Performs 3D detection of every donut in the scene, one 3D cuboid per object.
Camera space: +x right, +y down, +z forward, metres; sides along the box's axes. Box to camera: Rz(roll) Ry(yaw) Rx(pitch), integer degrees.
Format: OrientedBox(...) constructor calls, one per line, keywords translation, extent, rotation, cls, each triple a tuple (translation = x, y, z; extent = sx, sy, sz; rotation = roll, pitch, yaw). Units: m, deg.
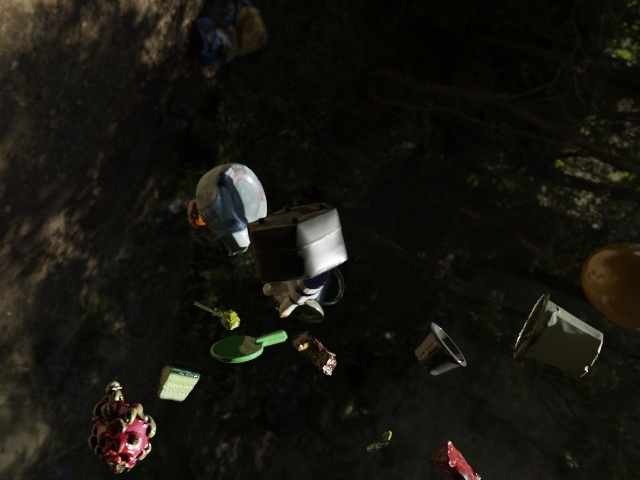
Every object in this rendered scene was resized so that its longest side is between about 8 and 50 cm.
OrientedBox(translation=(-0.020, 0.503, 2.416), extent=(0.096, 0.230, 0.216), rotation=(-49, 161, -7), cls="donut")

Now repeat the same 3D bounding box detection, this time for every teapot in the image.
OrientedBox(translation=(-0.018, 0.139, 2.104), extent=(0.200, 0.270, 0.337), rotation=(-27, -140, 54), cls="teapot")

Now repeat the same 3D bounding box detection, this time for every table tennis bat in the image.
OrientedBox(translation=(-0.227, 0.337, 1.732), extent=(0.160, 0.256, 0.039), rotation=(25, -58, 55), cls="table tennis bat")

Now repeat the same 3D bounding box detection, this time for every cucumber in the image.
OrientedBox(translation=(-0.460, 0.449, 1.715), extent=(0.116, 0.115, 0.062), rotation=(-53, -142, 15), cls="cucumber")

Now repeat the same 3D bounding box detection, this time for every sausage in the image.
OrientedBox(translation=(-0.422, -0.080, 2.152), extent=(0.133, 0.258, 0.133), rotation=(-24, -130, 33), cls="sausage")

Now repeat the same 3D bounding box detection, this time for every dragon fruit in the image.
OrientedBox(translation=(-0.679, 0.625, 1.791), extent=(0.198, 0.272, 0.218), rotation=(-31, 154, -54), cls="dragon fruit")
OrientedBox(translation=(0.496, 0.797, 1.879), extent=(0.092, 0.192, 0.122), rotation=(-41, 168, -27), cls="dragon fruit")

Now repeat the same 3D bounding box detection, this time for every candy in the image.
OrientedBox(translation=(-0.451, 0.310, 2.313), extent=(0.073, 0.262, 0.077), rotation=(-35, 133, -42), cls="candy")

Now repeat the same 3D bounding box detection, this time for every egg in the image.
OrientedBox(translation=(0.923, 0.132, 1.587), extent=(0.250, 0.322, 0.250), rotation=(-160, -90, -77), cls="egg")

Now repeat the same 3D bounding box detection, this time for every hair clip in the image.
OrientedBox(translation=(0.215, 0.729, 1.934), extent=(0.060, 0.033, 0.188), rotation=(-35, 164, 23), cls="hair clip")

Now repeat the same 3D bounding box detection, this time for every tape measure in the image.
OrientedBox(translation=(-0.304, -0.123, 1.810), extent=(0.147, 0.256, 0.275), rotation=(-13, -145, 28), cls="tape measure")

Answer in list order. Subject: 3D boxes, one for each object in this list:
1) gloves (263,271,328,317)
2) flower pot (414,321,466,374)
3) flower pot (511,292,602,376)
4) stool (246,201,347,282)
OrientedBox(translation=(-0.066, 0.123, 1.493), extent=(0.131, 0.140, 0.218), rotation=(-14, 164, -29), cls="gloves")
OrientedBox(translation=(0.513, 0.497, 2.373), extent=(0.148, 0.235, 0.235), rotation=(-42, -175, 12), cls="flower pot")
OrientedBox(translation=(0.909, 0.373, 2.056), extent=(0.290, 0.259, 0.290), rotation=(-56, 163, -28), cls="flower pot")
OrientedBox(translation=(-0.057, 0.001, 1.238), extent=(0.232, 0.232, 0.141), rotation=(-65, 143, -71), cls="stool")
